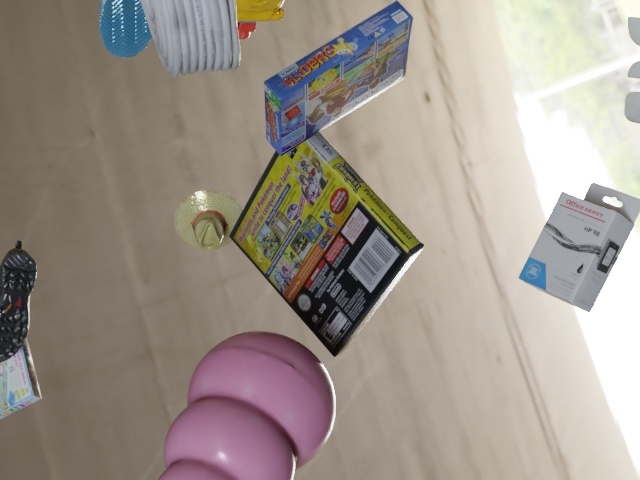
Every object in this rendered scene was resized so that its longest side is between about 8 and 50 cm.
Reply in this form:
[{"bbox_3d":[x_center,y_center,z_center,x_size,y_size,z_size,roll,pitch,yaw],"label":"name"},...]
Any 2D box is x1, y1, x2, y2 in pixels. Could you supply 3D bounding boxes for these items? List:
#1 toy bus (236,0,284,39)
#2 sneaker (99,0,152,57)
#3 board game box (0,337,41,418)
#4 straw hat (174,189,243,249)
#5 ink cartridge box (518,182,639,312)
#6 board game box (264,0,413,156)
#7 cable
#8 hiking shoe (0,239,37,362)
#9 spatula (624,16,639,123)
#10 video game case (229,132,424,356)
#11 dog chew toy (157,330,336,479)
[{"bbox_3d":[-0.129,-0.435,2.001,0.211,0.149,0.220,110,145,-45],"label":"toy bus"},{"bbox_3d":[-0.284,-0.384,1.878,0.092,0.087,0.228,-107,20,-63],"label":"sneaker"},{"bbox_3d":[-0.592,0.249,2.401,0.026,0.103,0.154,37,-150,-61],"label":"board game box"},{"bbox_3d":[-0.210,-0.020,2.400,0.144,0.144,0.061,58,-164,-35],"label":"straw hat"},{"bbox_3d":[0.374,-0.001,1.822,0.060,0.180,0.104,26,180,-45],"label":"ink cartridge box"},{"bbox_3d":[0.022,-0.199,1.572,0.035,0.201,0.136,50,162,20],"label":"board game box"},{"bbox_3d":[-0.152,-0.298,1.334,0.257,0.089,0.257,89,164,-54],"label":"cable"},{"bbox_3d":[-0.577,0.117,2.361,0.086,0.227,0.114,17,-166,-18],"label":"hiking shoe"},{"bbox_3d":[0.546,-0.223,1.787,0.019,0.242,0.168,-37,-48,-49],"label":"spatula"},{"bbox_3d":[0.000,0.000,1.802,0.035,0.275,0.248,-31,-108,-39],"label":"video game case"},{"bbox_3d":[-0.112,0.275,1.686,0.206,0.207,0.332,61,-141,-27],"label":"dog chew toy"}]
